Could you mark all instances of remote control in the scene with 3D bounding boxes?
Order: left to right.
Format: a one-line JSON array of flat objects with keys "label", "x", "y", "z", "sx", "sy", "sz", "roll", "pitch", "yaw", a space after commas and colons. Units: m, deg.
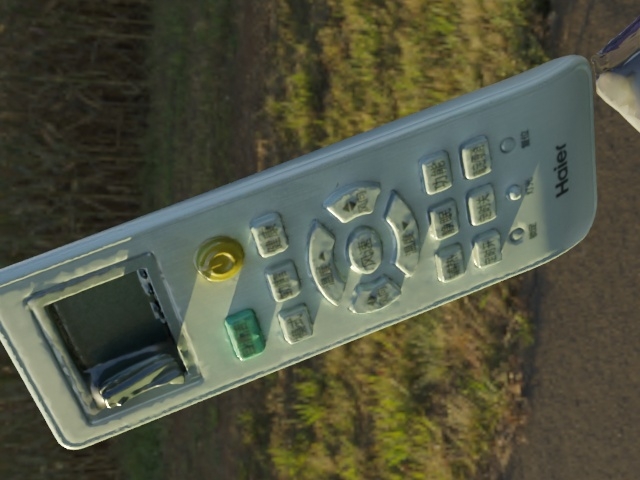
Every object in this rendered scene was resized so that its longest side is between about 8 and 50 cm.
[{"label": "remote control", "x": 0.000, "y": 0.001, "z": 0.433, "sx": 0.051, "sy": 0.293, "sz": 0.103, "roll": -127, "pitch": 18, "yaw": -53}]

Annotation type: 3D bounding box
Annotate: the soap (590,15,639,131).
[{"label": "soap", "x": 0.355, "y": -0.092, "z": 0.515, "sx": 0.296, "sy": 0.285, "sz": 0.107, "roll": -39, "pitch": 10, "yaw": 24}]
